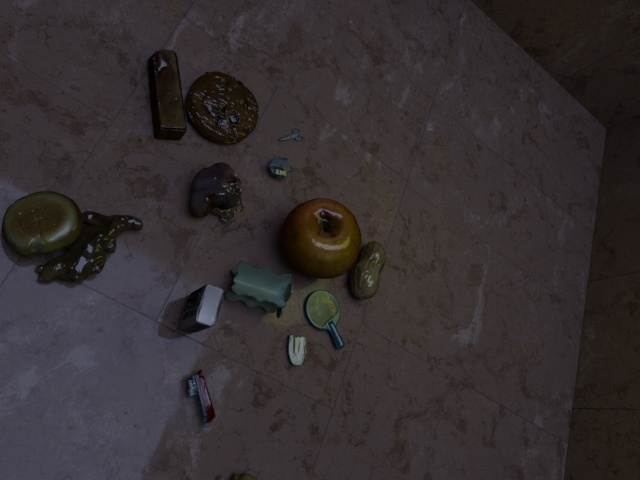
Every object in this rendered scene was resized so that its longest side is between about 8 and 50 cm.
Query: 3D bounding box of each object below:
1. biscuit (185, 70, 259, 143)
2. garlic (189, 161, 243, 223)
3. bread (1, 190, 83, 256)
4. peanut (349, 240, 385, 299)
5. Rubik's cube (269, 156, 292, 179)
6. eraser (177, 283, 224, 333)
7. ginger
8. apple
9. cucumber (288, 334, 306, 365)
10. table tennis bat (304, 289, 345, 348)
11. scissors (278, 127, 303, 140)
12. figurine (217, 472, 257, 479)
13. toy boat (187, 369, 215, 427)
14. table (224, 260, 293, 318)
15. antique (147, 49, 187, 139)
[{"bbox_3d":[-0.357,-0.494,2.002,0.296,0.075,0.295,10,71,-30],"label":"biscuit"},{"bbox_3d":[-0.323,-0.138,1.859,0.257,0.207,0.207,37,51,26],"label":"garlic"},{"bbox_3d":[-0.798,-0.047,1.561,0.214,0.104,0.213,3,66,-7],"label":"bread"},{"bbox_3d":[0.189,0.111,2.145,0.124,0.124,0.256,31,62,-22],"label":"peanut"},{"bbox_3d":[-0.156,-0.270,2.068,0.084,0.075,0.073,-50,149,-33],"label":"Rubik's cube"},{"bbox_3d":[-0.380,0.219,1.697,0.068,0.210,0.124,22,65,-25],"label":"eraser"},{"bbox_3d":[-0.700,0.012,1.635,0.166,0.080,0.333,40,62,-10],"label":"ginger"},{"bbox_3d":[0.000,0.000,1.978,0.299,0.275,0.298,7,69,-17],"label":"apple"},{"bbox_3d":[-0.086,0.394,1.940,0.067,0.035,0.107,7,72,-12],"label":"cucumber"},{"bbox_3d":[0.027,0.299,2.040,0.149,0.038,0.237,-24,87,-35],"label":"table tennis bat"},{"bbox_3d":[-0.119,-0.414,2.165,0.119,0.014,0.058,-26,90,-38],"label":"scissors"},{"bbox_3d":[-0.284,0.779,1.669,0.196,0.114,0.108,8,96,-19],"label":"figurine"},{"bbox_3d":[-0.378,0.499,1.706,0.059,0.069,0.172,-17,84,-14],"label":"toy boat"},{"bbox_3d":[-0.215,0.162,1.862,0.199,0.166,0.166,19,66,-18],"label":"table"},{"bbox_3d":[-0.538,-0.509,1.886,0.094,0.087,0.309,-3,79,-32],"label":"antique"}]
